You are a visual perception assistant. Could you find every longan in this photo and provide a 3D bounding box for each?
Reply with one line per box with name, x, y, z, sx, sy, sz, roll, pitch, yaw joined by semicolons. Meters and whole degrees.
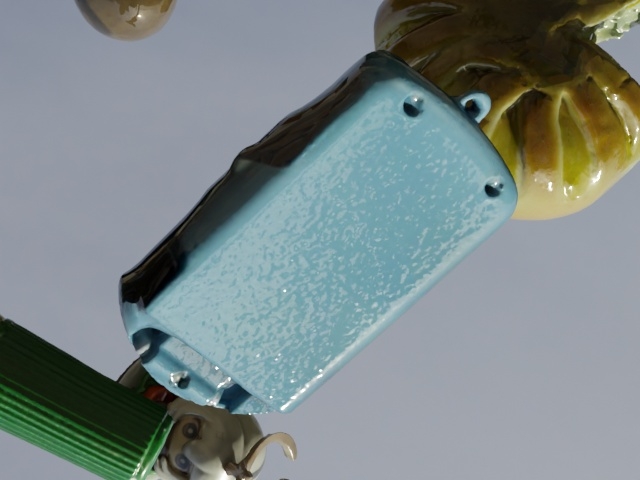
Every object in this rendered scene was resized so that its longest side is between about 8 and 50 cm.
longan;-0.166;-0.224;1.277;0.113;0.092;0.113;-20;-90;-75

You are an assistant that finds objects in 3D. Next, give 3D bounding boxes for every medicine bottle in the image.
medicine bottle;-0.198;0.049;0.769;0.260;0.095;0.064;28;-164;-2

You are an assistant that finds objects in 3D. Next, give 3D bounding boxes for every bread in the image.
bread;0.202;-0.186;1.451;0.333;0.160;0.333;2;-98;-11

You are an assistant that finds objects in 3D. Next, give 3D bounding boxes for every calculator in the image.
calculator;0.000;0.000;1.002;0.173;0.293;0.051;42;-169;-33

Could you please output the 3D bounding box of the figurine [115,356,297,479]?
figurine;-0.089;0.168;1.258;0.154;0.132;0.132;21;-158;38
